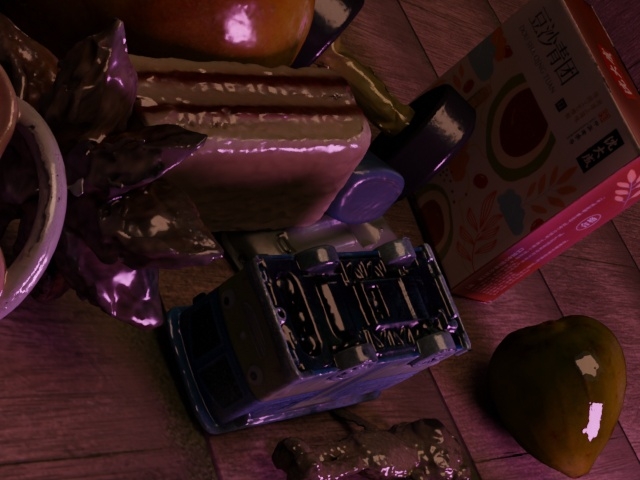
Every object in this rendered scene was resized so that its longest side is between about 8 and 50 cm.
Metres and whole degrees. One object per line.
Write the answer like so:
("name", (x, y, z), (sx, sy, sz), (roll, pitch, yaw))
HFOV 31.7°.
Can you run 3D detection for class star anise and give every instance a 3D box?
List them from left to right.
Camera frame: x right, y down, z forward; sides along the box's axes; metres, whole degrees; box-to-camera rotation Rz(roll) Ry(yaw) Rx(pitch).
("star anise", (-0.232, -0.056, 1.044), (0.118, 0.332, 0.331), (-33, 85, -45))

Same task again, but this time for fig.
("fig", (0.350, 0.227, 1.635), (0.203, 0.203, 0.225), (-20, 94, -58))

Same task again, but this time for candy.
("candy", (-0.109, -0.106, 1.316), (0.321, 0.179, 0.135), (-1, 56, -37))

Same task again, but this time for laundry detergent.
("laundry detergent", (-0.019, -0.144, 1.562), (0.143, 0.094, 0.290), (-5, 43, -49))

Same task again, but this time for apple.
("apple", (-0.192, -0.332, 1.407), (0.384, 0.374, 0.374), (17, 23, 21))

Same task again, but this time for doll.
("doll", (0.059, 0.246, 1.318), (0.286, 0.091, 0.203), (16, 10, -24))

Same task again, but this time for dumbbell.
("dumbbell", (0.060, -0.231, 1.713), (0.322, 0.204, 0.203), (44, 31, -12))

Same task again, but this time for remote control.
("remote control", (0.000, 0.000, 1.522), (0.128, 0.065, 0.335), (55, 30, 11))

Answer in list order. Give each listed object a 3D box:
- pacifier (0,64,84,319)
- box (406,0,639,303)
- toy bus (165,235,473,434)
("pacifier", (-0.365, -0.044, 0.889), (0.273, 0.220, 0.332), (23, 60, -48))
("box", (0.314, -0.147, 1.782), (0.122, 0.385, 0.344), (15, 46, -44))
("toy bus", (0.004, 0.103, 1.273), (0.312, 0.190, 0.152), (-3, 67, -49))
